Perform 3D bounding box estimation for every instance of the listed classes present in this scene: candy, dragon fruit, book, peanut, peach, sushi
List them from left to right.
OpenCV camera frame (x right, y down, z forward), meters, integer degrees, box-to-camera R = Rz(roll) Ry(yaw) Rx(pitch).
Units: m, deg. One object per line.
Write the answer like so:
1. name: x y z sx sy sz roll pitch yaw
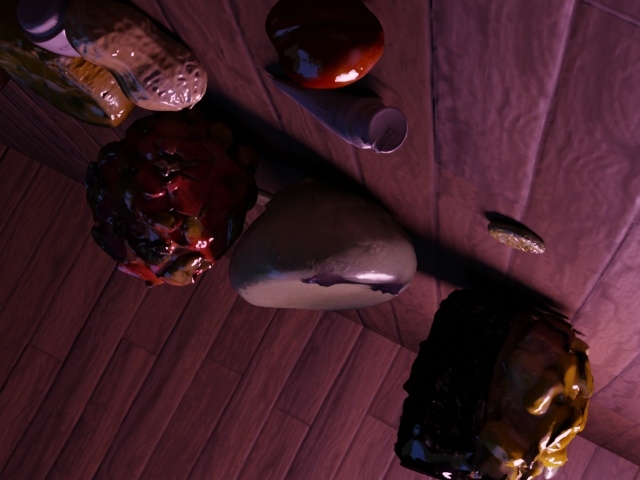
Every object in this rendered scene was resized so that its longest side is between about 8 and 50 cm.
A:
1. candy: -0.365 -0.263 1.798 0.260 0.118 0.260 28 166 7
2. peanut: -0.233 -0.232 1.597 0.214 0.098 0.090 37 178 -34
3. dragon fruit: -0.216 -0.082 1.962 0.250 0.269 0.291 41 137 10
4. book: -0.104 -0.076 2.382 0.111 0.014 0.077 23 170 28
5. peach: 0.005 -0.186 1.155 0.101 0.101 0.101 27 171 4
6. sushi: 0.304 0.262 2.109 0.285 0.328 0.329 14 166 17

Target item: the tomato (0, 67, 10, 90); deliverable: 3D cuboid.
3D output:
1. tomato: -0.539 -0.331 1.916 0.199 0.112 0.228 39 166 27

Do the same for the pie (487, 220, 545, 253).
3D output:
1. pie: 0.256 -0.004 1.675 0.085 0.017 0.085 26 172 4

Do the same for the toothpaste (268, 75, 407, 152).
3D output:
1. toothpaste: 0.018 -0.148 1.476 0.089 0.057 0.234 35 175 -32

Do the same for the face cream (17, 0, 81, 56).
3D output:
1. face cream: -0.329 -0.282 1.621 0.091 0.091 0.095 22 174 37

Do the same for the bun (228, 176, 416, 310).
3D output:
1. bun: 0.000 0.000 1.956 0.293 0.187 0.293 0 165 0
